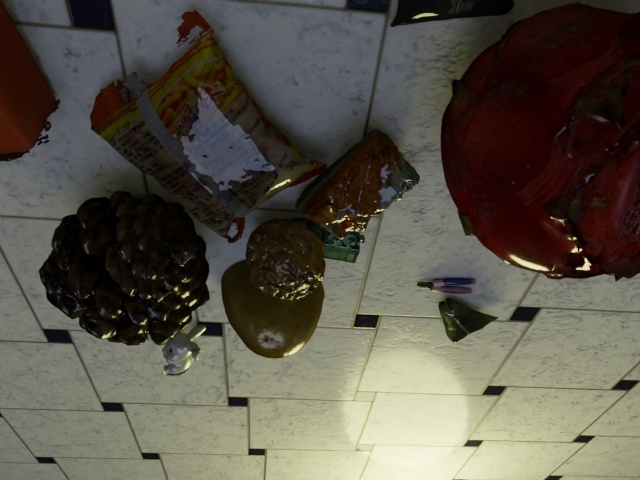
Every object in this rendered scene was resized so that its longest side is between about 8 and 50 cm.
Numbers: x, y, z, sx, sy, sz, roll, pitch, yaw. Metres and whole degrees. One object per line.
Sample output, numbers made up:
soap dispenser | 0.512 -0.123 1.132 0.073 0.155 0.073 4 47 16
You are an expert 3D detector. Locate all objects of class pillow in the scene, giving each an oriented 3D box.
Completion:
pillow | 0.154 -0.287 0.553 0.150 0.048 0.090 -6 133 1

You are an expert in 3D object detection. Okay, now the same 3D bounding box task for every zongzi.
zongzi | 0.301 0.146 1.001 0.113 0.052 0.104 -22 127 2

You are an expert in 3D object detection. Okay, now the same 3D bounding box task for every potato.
potato | -0.090 0.141 0.912 0.178 0.158 0.203 -34 123 27

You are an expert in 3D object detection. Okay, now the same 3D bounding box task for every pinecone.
pinecone | -0.290 0.042 0.761 0.243 0.243 0.257 33 156 -30

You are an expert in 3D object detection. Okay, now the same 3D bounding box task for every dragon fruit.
dragon fruit | 0.283 -0.111 0.564 0.296 0.301 0.295 -3 130 -4

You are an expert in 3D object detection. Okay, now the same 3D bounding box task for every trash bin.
trash bin | -0.407 -0.214 0.549 0.185 0.161 0.238 -7 143 7

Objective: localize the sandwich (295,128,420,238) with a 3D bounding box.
sandwich | 0.050 -0.060 0.706 0.185 0.160 0.109 -40 105 22

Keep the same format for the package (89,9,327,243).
package | -0.143 -0.125 0.670 0.223 0.108 0.288 -32 127 23

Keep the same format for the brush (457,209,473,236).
brush | 0.378 -0.076 0.767 0.321 0.060 0.050 -20 143 18

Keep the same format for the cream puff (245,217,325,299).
cream puff | -0.056 0.038 0.787 0.126 0.103 0.144 -7 139 11

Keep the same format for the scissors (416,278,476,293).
scissors | 0.243 0.088 0.960 0.113 0.012 0.039 1 135 -3

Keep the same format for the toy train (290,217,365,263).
toy train | 0.000 0.000 0.848 0.148 0.038 0.071 10 134 -10

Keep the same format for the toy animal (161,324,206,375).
toy animal | -0.297 0.235 1.055 0.085 0.071 0.124 11 134 -11
